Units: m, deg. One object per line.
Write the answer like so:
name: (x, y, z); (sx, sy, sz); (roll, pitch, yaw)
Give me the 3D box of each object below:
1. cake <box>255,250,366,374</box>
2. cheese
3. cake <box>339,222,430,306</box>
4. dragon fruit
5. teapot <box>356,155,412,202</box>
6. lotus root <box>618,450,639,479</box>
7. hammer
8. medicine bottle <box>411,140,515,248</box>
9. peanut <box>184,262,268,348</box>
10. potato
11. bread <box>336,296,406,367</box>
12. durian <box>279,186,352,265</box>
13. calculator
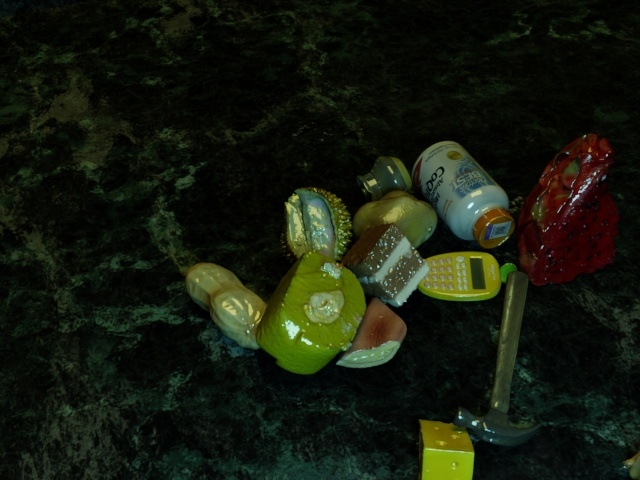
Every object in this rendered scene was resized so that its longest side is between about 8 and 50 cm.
cake: (-0.015, 0.155, 1.700); (0.179, 0.156, 0.260); (32, 41, -7)
cheese: (0.230, 0.392, 1.537); (0.093, 0.126, 0.171); (2, 23, 3)
cake: (0.145, 0.055, 1.812); (0.134, 0.147, 0.135); (-53, 15, -16)
dragon fruit: (0.525, -0.106, 1.876); (0.228, 0.329, 0.286); (-15, 45, -4)
teapot: (0.158, -0.148, 2.096); (0.119, 0.130, 0.165); (-28, 13, -4)
lotus root: (0.640, 0.442, 1.406); (0.154, 0.140, 0.257); (-39, 59, -24)
hammer: (0.381, 0.224, 1.686); (0.168, 0.044, 0.439); (21, 46, 0)
medicine bottle: (0.351, -0.106, 1.997); (0.157, 0.157, 0.288); (-18, 44, -15)
peanut: (-0.206, 0.137, 1.796); (0.274, 0.111, 0.125); (35, 15, 37)
potato: (0.176, -0.037, 1.956); (0.200, 0.137, 0.155); (-27, 20, -25)
bread: (0.121, 0.205, 1.740); (0.119, 0.067, 0.192); (11, 43, 26)
durian: (0.000, 0.000, 1.929); (0.194, 0.138, 0.237); (10, 87, 32)
calculator: (0.332, 0.082, 1.888); (0.235, 0.032, 0.146); (0, 43, 5)
